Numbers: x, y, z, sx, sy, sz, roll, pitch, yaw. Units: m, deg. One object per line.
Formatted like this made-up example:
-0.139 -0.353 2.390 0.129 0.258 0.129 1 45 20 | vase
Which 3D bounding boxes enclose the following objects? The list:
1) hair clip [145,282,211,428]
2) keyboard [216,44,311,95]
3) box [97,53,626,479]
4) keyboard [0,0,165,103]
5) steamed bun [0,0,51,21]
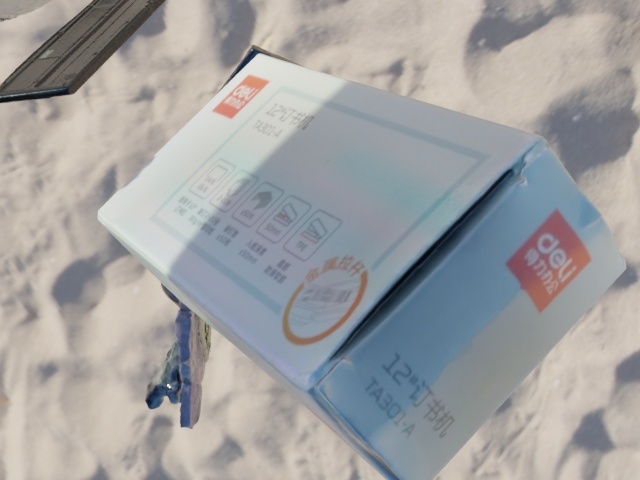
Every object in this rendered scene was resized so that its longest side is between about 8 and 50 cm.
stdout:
-0.121 0.080 1.043 0.056 0.146 0.187 12 119 -3 | hair clip
0.016 -0.171 1.509 0.309 0.018 0.101 19 127 -32 | keyboard
0.000 0.000 0.528 0.079 0.135 0.269 49 169 -30 | box
-0.238 -0.180 1.083 0.103 0.381 0.041 -3 118 24 | keyboard
-0.445 -0.483 1.578 0.309 0.309 0.309 11 116 23 | steamed bun
